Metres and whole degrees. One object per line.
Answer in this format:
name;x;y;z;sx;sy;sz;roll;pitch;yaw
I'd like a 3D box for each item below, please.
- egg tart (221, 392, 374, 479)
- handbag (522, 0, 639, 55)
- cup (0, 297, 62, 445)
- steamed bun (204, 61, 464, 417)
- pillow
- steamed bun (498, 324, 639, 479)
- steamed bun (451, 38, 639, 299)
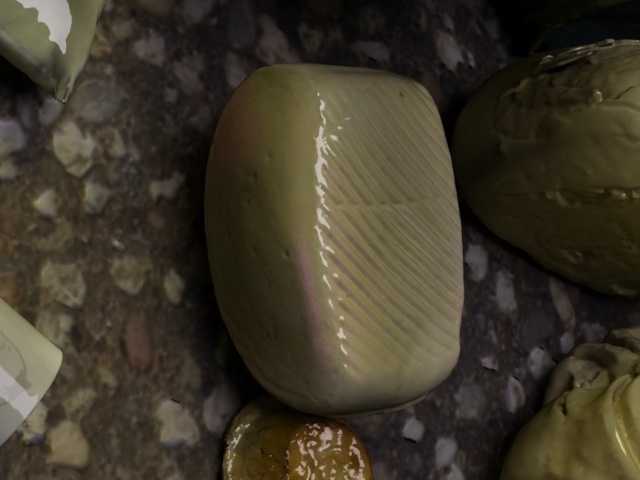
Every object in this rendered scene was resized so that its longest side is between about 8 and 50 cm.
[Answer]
egg tart;-0.007;0.162;1.221;0.129;0.049;0.128;13;67;-33
handbag;0.290;-0.284;1.514;0.263;0.222;0.241;0;78;-41
cup;-0.237;0.073;1.037;0.133;0.099;0.136;45;51;-18
steamed bun;0.000;0.000;1.231;0.170;0.153;0.238;-4;91;-47
pillow;-0.244;-0.206;1.150;0.254;0.078;0.144;35;55;-24
steamed bun;0.294;0.185;1.349;0.289;0.203;0.276;1;72;-39
steamed bun;0.257;-0.064;1.398;0.273;0.232;0.166;28;64;-29
